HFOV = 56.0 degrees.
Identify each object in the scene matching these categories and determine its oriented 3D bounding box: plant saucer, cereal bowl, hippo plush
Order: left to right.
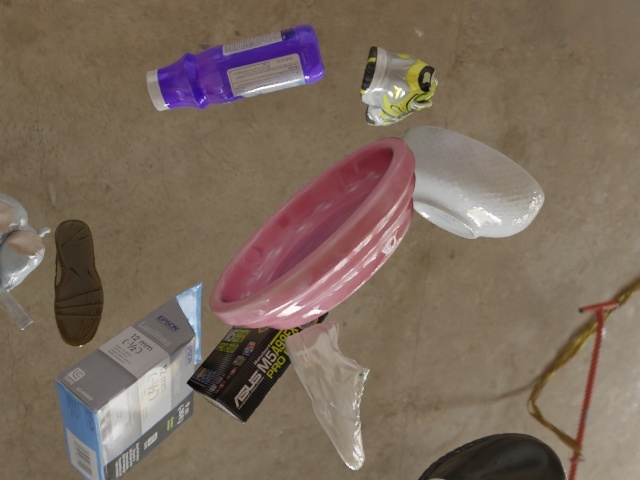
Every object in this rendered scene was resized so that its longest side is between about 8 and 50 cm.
[{"bbox_3d":[-0.655,0.007,1.268,0.234,0.236,0.294,-22,113,10],"label":"hippo plush"},{"bbox_3d":[0.000,0.000,0.802,0.332,0.332,0.084,-43,105,-4],"label":"plant saucer"},{"bbox_3d":[0.301,-0.103,1.318,0.339,0.339,0.141,34,85,-35],"label":"cereal bowl"}]

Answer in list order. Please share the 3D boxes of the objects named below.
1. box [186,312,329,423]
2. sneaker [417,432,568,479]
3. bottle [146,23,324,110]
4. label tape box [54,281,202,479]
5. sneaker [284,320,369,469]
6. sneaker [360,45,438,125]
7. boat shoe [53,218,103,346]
[{"bbox_3d":[-0.118,0.190,1.036,0.060,0.270,0.216,43,70,-12],"label":"box"},{"bbox_3d":[0.082,0.264,0.458,0.330,0.122,0.146,-30,168,-17],"label":"sneaker"},{"bbox_3d":[-0.137,-0.276,0.982,0.282,0.118,0.092,-13,111,2],"label":"bottle"},{"bbox_3d":[-0.323,0.274,1.172,0.347,0.115,0.249,-35,146,-44],"label":"label tape box"},{"bbox_3d":[0.032,0.214,0.837,0.094,0.080,0.212,-25,98,-13],"label":"sneaker"},{"bbox_3d":[0.184,-0.327,1.366,0.147,0.384,0.145,14,98,10],"label":"sneaker"},{"bbox_3d":[-0.288,0.053,0.718,0.056,0.049,0.152,-1,73,-18],"label":"boat shoe"}]
